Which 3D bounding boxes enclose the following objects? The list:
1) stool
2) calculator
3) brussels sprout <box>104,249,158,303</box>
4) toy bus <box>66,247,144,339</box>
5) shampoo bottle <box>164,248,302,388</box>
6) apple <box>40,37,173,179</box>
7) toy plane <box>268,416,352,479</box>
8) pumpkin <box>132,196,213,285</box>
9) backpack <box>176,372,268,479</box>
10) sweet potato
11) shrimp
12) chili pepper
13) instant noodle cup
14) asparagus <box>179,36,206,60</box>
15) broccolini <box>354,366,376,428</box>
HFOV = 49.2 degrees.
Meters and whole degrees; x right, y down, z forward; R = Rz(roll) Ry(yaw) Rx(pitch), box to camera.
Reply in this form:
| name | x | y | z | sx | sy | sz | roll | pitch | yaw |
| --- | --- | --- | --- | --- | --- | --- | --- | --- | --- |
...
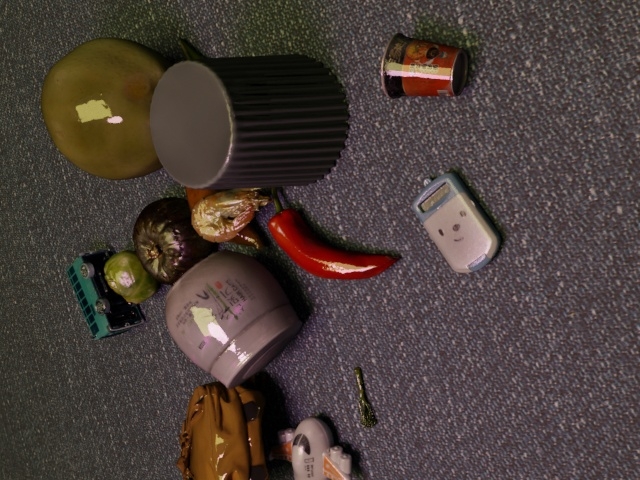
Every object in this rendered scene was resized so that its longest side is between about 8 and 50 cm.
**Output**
| name | x | y | z | sx | sy | sz | roll | pitch | yaw |
| --- | --- | --- | --- | --- | --- | --- | --- | --- | --- |
| stool | -0.152 | -0.249 | 1.467 | 0.297 | 0.330 | 0.297 | 8 | 103 | 37 |
| calculator | 0.262 | -0.037 | 1.366 | 0.121 | 0.039 | 0.210 | -41 | 72 | 35 |
| brussels sprout | -0.521 | 0.092 | 1.967 | 0.122 | 0.151 | 0.149 | -28 | 52 | 10 |
| toy bus | -0.642 | 0.166 | 2.075 | 0.147 | 0.128 | 0.256 | -37 | 74 | 39 |
| shampoo bottle | -0.204 | 0.182 | 1.632 | 0.266 | 0.273 | 0.273 | 46 | 124 | 15 |
| apple | -0.494 | -0.318 | 1.724 | 0.357 | 0.357 | 0.357 | 9 | 104 | 37 |
| toy plane | -0.024 | 0.540 | 1.662 | 0.245 | 0.117 | 0.244 | 10 | 106 | 39 |
| pumpkin | -0.390 | 0.002 | 1.818 | 0.238 | 0.159 | 0.237 | 8 | 105 | 32 |
| backpack | -0.243 | 0.511 | 1.743 | 0.378 | 0.201 | 0.353 | 149 | 122 | -61 |
| sweet potato | -0.265 | -0.090 | 1.734 | 0.359 | 0.112 | 0.112 | 44 | 123 | 20 |
| shrimp | -0.205 | -0.064 | 1.638 | 0.217 | 0.051 | 0.115 | -16 | 95 | 18 |
| chili pepper | 0.000 | 0.008 | 1.568 | 0.368 | 0.092 | 0.137 | 32 | 90 | 25 |
| instant noodle cup | 0.200 | -0.322 | 1.314 | 0.136 | 0.127 | 0.127 | 14 | 108 | 28 |
| asparagus | -0.308 | -0.446 | 1.739 | 0.178 | 0.041 | 0.045 | 44 | 115 | 24 |
| broccolini | 0.100 | 0.357 | 1.586 | 0.035 | 0.030 | 0.139 | -9 | 89 | 31 |
